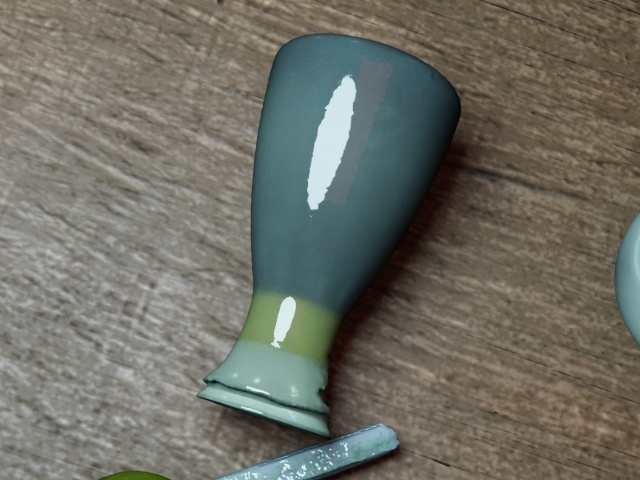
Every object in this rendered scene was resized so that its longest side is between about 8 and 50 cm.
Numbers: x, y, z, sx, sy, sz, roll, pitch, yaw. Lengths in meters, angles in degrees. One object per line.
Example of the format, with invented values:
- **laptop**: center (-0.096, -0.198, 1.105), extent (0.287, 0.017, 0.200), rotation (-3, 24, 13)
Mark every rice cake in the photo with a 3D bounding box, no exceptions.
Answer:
- **rice cake**: center (-0.032, 0.201, 0.931), extent (0.207, 0.033, 0.033), rotation (-18, 75, -11)

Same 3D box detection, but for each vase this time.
- **vase**: center (0.000, 0.000, 0.930), extent (0.173, 0.173, 0.321), rotation (17, 77, -1)

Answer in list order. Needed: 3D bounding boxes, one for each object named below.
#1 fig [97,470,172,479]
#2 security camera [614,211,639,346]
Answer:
- **fig**: center (-0.143, 0.279, 0.821), extent (0.181, 0.181, 0.191), rotation (-48, 124, -16)
- **security camera**: center (0.376, 0.039, 0.949), extent (0.236, 0.194, 0.195), rotation (7, 73, 1)
